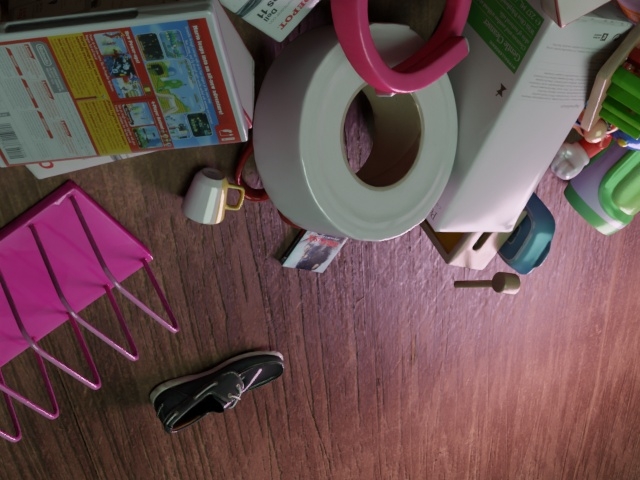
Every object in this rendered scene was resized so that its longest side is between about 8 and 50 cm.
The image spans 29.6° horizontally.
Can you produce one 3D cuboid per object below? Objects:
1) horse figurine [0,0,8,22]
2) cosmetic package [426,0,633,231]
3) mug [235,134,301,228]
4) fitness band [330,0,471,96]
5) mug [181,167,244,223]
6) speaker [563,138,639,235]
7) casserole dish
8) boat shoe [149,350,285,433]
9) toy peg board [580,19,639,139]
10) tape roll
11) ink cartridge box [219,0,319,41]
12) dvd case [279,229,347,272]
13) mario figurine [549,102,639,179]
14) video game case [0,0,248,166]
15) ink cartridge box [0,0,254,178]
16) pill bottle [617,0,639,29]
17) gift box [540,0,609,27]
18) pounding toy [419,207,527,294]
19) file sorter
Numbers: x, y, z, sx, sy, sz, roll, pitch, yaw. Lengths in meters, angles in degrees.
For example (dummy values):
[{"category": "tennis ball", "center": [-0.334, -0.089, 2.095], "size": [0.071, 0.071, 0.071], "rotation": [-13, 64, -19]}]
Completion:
[{"category": "horse figurine", "center": [-0.401, -0.307, 1.231], "size": [0.263, 0.066, 0.174], "rotation": [12, 95, -29]}, {"category": "cosmetic package", "center": [0.247, -0.206, 1.691], "size": [0.155, 0.197, 0.365], "rotation": [0, 131, -34]}, {"category": "mug", "center": [-0.043, -0.104, 1.681], "size": [0.150, 0.113, 0.169], "rotation": [-28, 138, -7]}, {"category": "fitness band", "center": [0.112, -0.297, 1.489], "size": [0.291, 0.054, 0.209], "rotation": [-40, 127, -44]}, {"category": "mug", "center": [-0.152, -0.067, 1.694], "size": [0.078, 0.062, 0.064], "rotation": [-20, 137, -49]}, {"category": "speaker", "center": [0.544, -0.149, 2.004], "size": [0.131, 0.131, 0.296], "rotation": [21, 119, -45]}, {"category": "casserole dish", "center": [0.305, -0.028, 1.931], "size": [0.037, 0.188, 0.114], "rotation": [12, 119, -29]}, {"category": "boat shoe", "center": [-0.161, 0.252, 2.014], "size": [0.233, 0.079, 0.084], "rotation": [-19, 139, -17]}, {"category": "toy peg board", "center": [0.437, -0.223, 1.630], "size": [0.160, 0.079, 0.161], "rotation": [-50, 165, -14]}, {"category": "tape roll", "center": [0.050, -0.144, 1.587], "size": [0.286, 0.100, 0.286], "rotation": [-7, 101, -40]}, {"category": "ink cartridge box", "center": [-0.075, -0.343, 1.404], "size": [0.153, 0.087, 0.208], "rotation": [-45, 145, 16]}, {"category": "dvd case", "center": [0.000, 0.000, 1.896], "size": [0.087, 0.013, 0.119], "rotation": [12, 124, -41]}, {"category": "mario figurine", "center": [0.465, -0.164, 1.825], "size": [0.321, 0.170, 0.198], "rotation": [16, 97, -14]}, {"category": "video game case", "center": [-0.234, -0.161, 1.281], "size": [0.285, 0.025, 0.204], "rotation": [-5, 145, 5]}, {"category": "ink cartridge box", "center": [-0.241, -0.193, 1.361], "size": [0.283, 0.117, 0.207], "rotation": [-13, 145, 16]}, {"category": "pill bottle", "center": [0.536, -0.333, 1.768], "size": [0.162, 0.162, 0.278], "rotation": [-39, 141, 9]}, {"category": "gift box", "center": [0.304, -0.437, 1.427], "size": [0.255, 0.258, 0.276], "rotation": [-33, 143, 1]}, {"category": "pounding toy", "center": [0.230, 0.001, 1.893], "size": [0.094, 0.206, 0.181], "rotation": [10, 127, -39]}, {"category": "file sorter", "center": [-0.370, 0.109, 1.635], "size": [0.291, 0.182, 0.202], "rotation": [-35, 142, 5]}]
